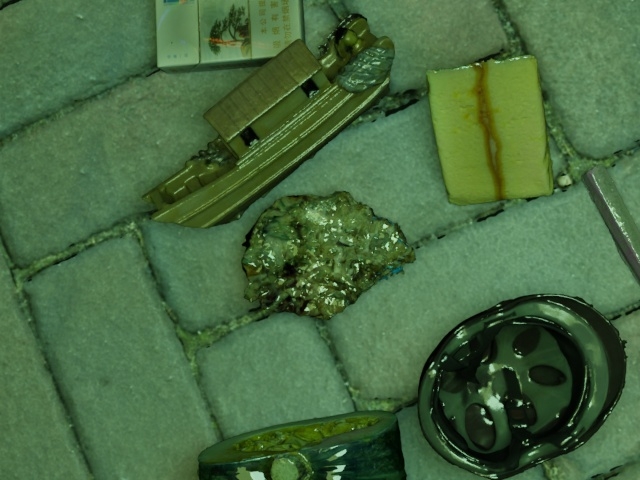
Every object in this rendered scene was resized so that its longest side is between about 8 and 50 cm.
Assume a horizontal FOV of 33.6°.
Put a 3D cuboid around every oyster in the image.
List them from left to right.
[{"bbox_3d":[0.011,0.024,1.601,0.260,0.092,0.198,7,78,-9],"label":"oyster"}]

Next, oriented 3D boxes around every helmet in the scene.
[{"bbox_3d":[0.277,0.202,1.523,0.305,0.177,0.225,-27,88,-2],"label":"helmet"}]

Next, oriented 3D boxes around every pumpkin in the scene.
[{"bbox_3d":[-0.018,0.370,1.509,0.293,0.263,0.196,-12,88,10],"label":"pumpkin"}]

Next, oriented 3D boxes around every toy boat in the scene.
[{"bbox_3d":[-0.078,-0.175,1.597,0.445,0.162,0.136,-40,41,2],"label":"toy boat"}]

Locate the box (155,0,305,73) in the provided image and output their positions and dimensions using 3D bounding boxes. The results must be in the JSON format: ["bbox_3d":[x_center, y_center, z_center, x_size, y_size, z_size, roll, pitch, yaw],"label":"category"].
[{"bbox_3d":[-0.143,-0.350,1.677,0.233,0.067,0.149,-4,84,7],"label":"box"}]

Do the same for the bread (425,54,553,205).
[{"bbox_3d":[0.241,-0.149,1.513,0.168,0.264,0.163,-8,83,13],"label":"bread"}]

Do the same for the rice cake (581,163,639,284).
[{"bbox_3d":[0.453,-0.018,1.580,0.036,0.047,0.206,-26,83,-1],"label":"rice cake"}]
